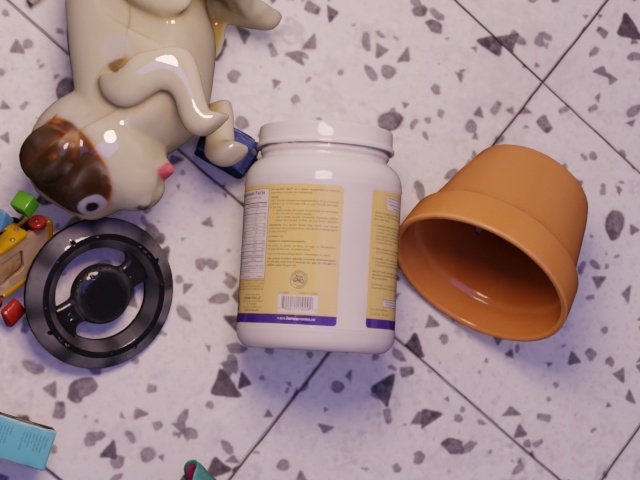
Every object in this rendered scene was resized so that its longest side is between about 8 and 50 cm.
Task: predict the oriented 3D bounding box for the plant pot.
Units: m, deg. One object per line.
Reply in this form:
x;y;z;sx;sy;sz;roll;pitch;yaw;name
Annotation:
0.287;-0.011;2.005;0.291;0.291;0.203;39;62;-9;plant pot

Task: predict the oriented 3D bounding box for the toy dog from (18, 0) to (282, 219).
-0.283;-0.227;1.856;0.395;0.284;0.408;19;81;3;toy dog

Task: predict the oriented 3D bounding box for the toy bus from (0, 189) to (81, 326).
-0.470;0.015;1.870;0.104;0.202;0.191;26;87;21;toy bus

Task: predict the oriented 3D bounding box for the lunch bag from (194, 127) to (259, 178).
-0.139;-0.143;1.993;0.098;0.067;0.065;29;79;-11;lunch bag

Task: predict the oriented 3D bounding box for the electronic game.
-0.327;0.079;1.914;0.229;0.048;0.229;-6;102;-27;electronic game

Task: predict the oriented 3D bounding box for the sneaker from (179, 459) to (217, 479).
-0.133;0.399;1.934;0.295;0.124;0.178;-27;103;-14;sneaker

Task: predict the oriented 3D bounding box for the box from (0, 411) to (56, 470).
-0.506;0.263;1.848;0.244;0.100;0.060;20;81;-13;box

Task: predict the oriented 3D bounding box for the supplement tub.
0.000;0.000;1.931;0.241;0.241;0.331;5;85;-15;supplement tub
